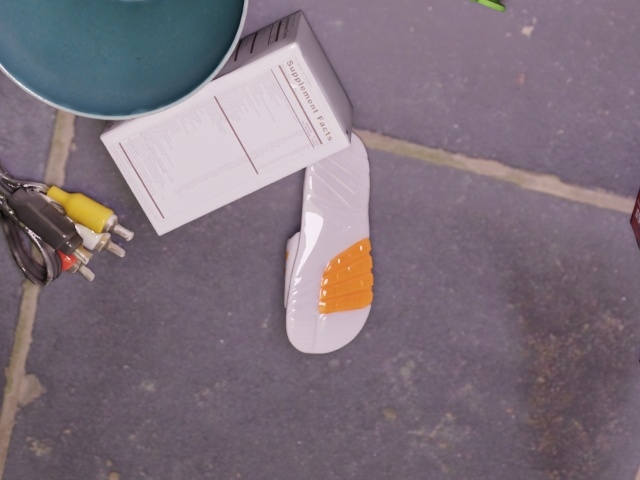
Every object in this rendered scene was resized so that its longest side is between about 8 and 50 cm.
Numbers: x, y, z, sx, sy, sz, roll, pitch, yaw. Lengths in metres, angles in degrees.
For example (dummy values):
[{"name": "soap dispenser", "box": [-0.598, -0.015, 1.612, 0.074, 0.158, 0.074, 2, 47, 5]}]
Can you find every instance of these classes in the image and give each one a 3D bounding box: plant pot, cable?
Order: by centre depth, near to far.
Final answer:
[{"name": "plant pot", "box": [-0.214, -0.296, 1.717, 0.290, 0.195, 0.290, 0, 113, 1]}, {"name": "cable", "box": [-0.359, -0.058, 1.918, 0.287, 0.072, 0.139, 44, 125, -3]}]

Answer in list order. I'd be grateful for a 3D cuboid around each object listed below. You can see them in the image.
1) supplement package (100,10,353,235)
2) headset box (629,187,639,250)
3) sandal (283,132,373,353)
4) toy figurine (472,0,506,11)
[{"name": "supplement package", "box": [-0.100, -0.133, 1.818, 0.244, 0.134, 0.139, -24, 111, 12]}, {"name": "headset box", "box": [0.489, -0.083, 1.834, 0.218, 0.110, 0.293, 10, 113, -3]}, {"name": "sandal", "box": [0.010, 0.000, 1.913, 0.102, 0.076, 0.265, 5, 93, -16]}, {"name": "toy figurine", "box": [0.159, -0.347, 1.741, 0.173, 0.130, 0.159, 17, 105, -29]}]
